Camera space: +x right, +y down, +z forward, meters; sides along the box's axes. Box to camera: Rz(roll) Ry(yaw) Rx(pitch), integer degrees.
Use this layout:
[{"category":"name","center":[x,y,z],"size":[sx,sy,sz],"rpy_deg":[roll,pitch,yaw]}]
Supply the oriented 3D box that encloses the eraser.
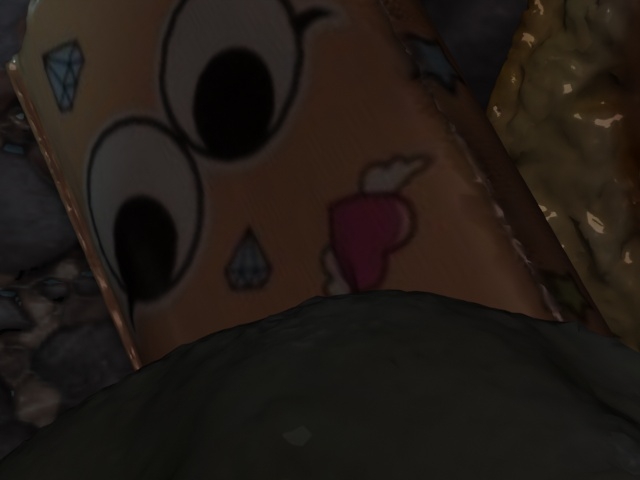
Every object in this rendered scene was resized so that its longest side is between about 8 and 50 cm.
[{"category":"eraser","center":[0.000,0.000,0.608],"size":[0.087,0.171,0.290],"rpy_deg":[3,53,-48]}]

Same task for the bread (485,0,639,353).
[{"category":"bread","center":[0.175,-0.044,0.661],"size":[0.184,0.224,0.211],"rpy_deg":[20,25,17]}]

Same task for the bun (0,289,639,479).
[{"category":"bun","center":[0.002,0.179,0.421],"size":[0.354,0.194,0.354],"rpy_deg":[0,90,26]}]
